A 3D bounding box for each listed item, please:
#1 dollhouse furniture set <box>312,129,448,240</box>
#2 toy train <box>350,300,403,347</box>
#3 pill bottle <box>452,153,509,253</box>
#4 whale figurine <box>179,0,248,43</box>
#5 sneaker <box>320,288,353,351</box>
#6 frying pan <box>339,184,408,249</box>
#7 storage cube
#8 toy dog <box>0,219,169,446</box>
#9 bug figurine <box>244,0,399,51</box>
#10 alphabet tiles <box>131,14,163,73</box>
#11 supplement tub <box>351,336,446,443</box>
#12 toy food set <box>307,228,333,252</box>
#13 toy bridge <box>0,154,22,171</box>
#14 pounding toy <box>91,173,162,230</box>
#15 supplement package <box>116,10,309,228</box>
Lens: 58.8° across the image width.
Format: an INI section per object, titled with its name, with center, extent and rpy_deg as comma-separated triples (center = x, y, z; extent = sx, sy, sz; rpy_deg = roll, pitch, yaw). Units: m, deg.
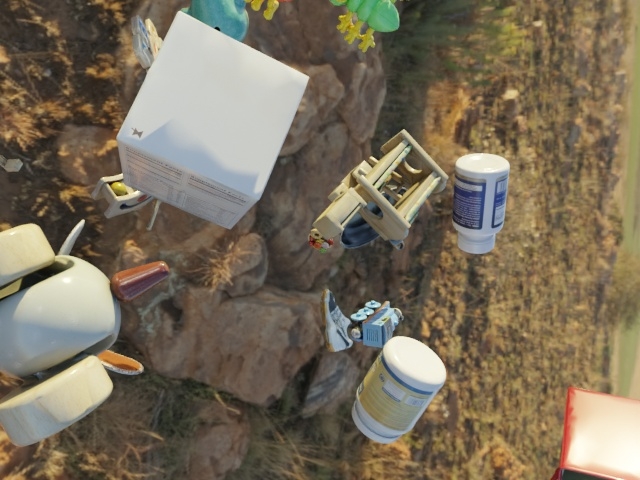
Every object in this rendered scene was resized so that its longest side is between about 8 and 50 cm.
[dollhouse furniture set]
center = 0.062, -0.034, 0.792
extent = 0.101, 0.161, 0.182
rpy_deg = 45, 62, -7
[toy train]
center = 0.148, 0.216, 1.488
extent = 0.184, 0.105, 0.080
rpy_deg = -25, 117, -59
[pill bottle]
center = 0.290, -0.065, 1.041
extent = 0.094, 0.094, 0.169
rpy_deg = -40, 136, -47
[whale figurine]
center = -0.318, -0.686, 1.668
extent = 0.141, 0.216, 0.272
rpy_deg = -97, 170, -53
[sneaker]
center = 0.022, 0.104, 0.746
extent = 0.032, 0.037, 0.083
rpy_deg = 113, -30, -67
[frying pan]
center = 0.160, -0.057, 1.354
extent = 0.326, 0.053, 0.197
rpy_deg = -1, 137, -53
[storage cube]
center = 0.518, 0.403, 0.987
extent = 0.193, 0.215, 0.184
rpy_deg = -52, 140, -51
[toy dog]
center = -0.240, 0.058, 0.555
extent = 0.161, 0.333, 0.220
rpy_deg = -24, 115, -22
[bug figurine]
center = 0.029, -0.339, 0.589
extent = 0.279, 0.216, 0.072
rpy_deg = -54, -175, 22
[alphabet tiles]
center = -0.372, -0.383, 1.354
extent = 0.284, 0.021, 0.278
rpy_deg = 65, 8, -56
[supplement tub]
center = 0.164, 0.324, 1.228
extent = 0.144, 0.144, 0.200
rpy_deg = -15, 138, -55
[toy food set]
center = 0.000, 0.000, 1.789
extent = 0.020, 0.082, 0.083
rpy_deg = -70, -173, -48
[toy bridge]
center = -0.700, -0.207, 1.174
extent = 0.188, 0.063, 0.026
rpy_deg = 69, 27, -54
[pounding toy]
center = -0.497, -0.127, 1.614
extent = 0.155, 0.154, 0.269
rpy_deg = 54, 26, 1
[supplement package]
center = -0.171, -0.160, 0.867
extent = 0.198, 0.262, 0.199
rpy_deg = 24, 76, -12
